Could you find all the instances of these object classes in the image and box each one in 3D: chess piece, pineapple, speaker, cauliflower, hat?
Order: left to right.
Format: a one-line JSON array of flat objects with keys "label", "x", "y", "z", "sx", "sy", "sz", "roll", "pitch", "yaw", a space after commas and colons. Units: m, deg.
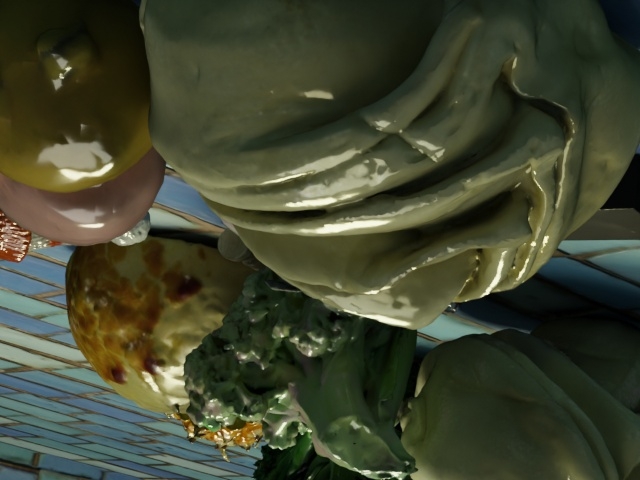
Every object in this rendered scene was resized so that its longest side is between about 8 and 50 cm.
[{"label": "hat", "x": -0.242, "y": -0.028, "z": 1.651, "sx": 0.162, "sy": 0.094, "sz": 0.112, "roll": -3, "pitch": 180, "yaw": -20}, {"label": "pineapple", "x": -0.134, "y": 0.226, "z": 2.352, "sx": 0.233, "sy": 0.135, "sz": 0.079, "roll": 5, "pitch": 163, "yaw": 24}, {"label": "chess piece", "x": -0.066, "y": 0.014, "z": 1.744, "sx": 0.035, "sy": 0.035, "sz": 0.092, "roll": 2, "pitch": 166, "yaw": 27}, {"label": "cauliflower", "x": 0.014, "y": 0.132, "z": 1.665, "sx": 0.239, "sy": 0.256, "sz": 0.315, "roll": 27, "pitch": -157, "yaw": -32}, {"label": "speaker", "x": 0.174, "y": -0.031, "z": 1.403, "sx": 0.218, "sy": 0.044, "sz": 0.082, "roll": -1, "pitch": 161, "yaw": 37}]

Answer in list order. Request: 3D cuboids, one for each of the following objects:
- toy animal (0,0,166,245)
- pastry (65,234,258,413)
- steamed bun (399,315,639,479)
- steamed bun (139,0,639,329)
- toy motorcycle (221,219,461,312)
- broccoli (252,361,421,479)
[{"label": "toy animal", "x": -0.177, "y": -0.092, "z": 1.196, "sx": 0.195, "sy": 0.169, "sz": 0.281, "roll": -27, "pitch": 165, "yaw": -12}, {"label": "pastry", "x": -0.162, "y": 0.100, "z": 1.858, "sx": 0.236, "sy": 0.170, "sz": 0.256, "roll": 16, "pitch": 161, "yaw": -20}, {"label": "steamed bun", "x": 0.259, "y": 0.189, "z": 1.785, "sx": 0.346, "sy": 0.237, "sz": 0.394, "roll": 20, "pitch": 176, "yaw": 45}, {"label": "steamed bun", "x": 0.037, "y": -0.064, "z": 1.074, "sx": 0.276, "sy": 0.203, "sz": 0.289, "roll": -4, "pitch": 158, "yaw": 40}, {"label": "toy motorcycle", "x": 0.002, "y": -0.006, "z": 1.462, "sx": 0.239, "sy": 0.108, "sz": 0.204, "roll": 10, "pitch": 177, "yaw": 11}, {"label": "broccoli", "x": 0.033, "y": 0.247, "z": 2.095, "sx": 0.297, "sy": 0.297, "sz": 0.297, "roll": -3, "pitch": 134, "yaw": 41}]
